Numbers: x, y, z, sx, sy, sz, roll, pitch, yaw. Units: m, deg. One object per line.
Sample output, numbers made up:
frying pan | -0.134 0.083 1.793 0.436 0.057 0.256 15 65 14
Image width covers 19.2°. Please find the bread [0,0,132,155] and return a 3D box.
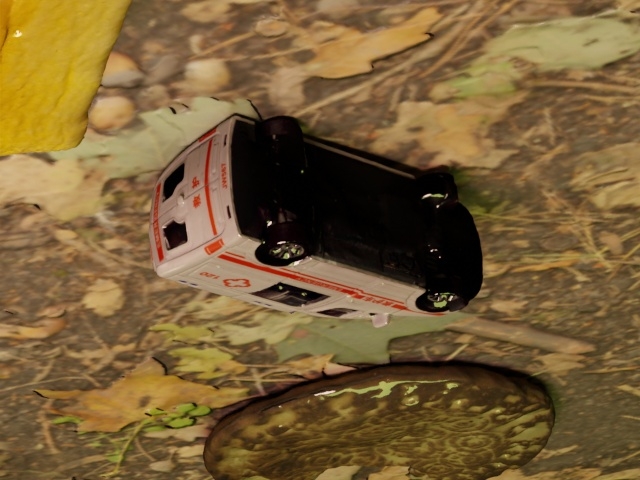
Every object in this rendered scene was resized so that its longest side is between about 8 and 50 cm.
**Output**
bread | -0.132 -0.121 0.859 0.094 0.102 0.245 -1 155 -18

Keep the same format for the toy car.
toy car | 0.000 0.000 1.155 0.209 0.089 0.108 16 146 -37

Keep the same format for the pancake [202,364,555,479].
pancake | 0.052 0.165 1.573 0.288 0.033 0.286 -16 154 17
